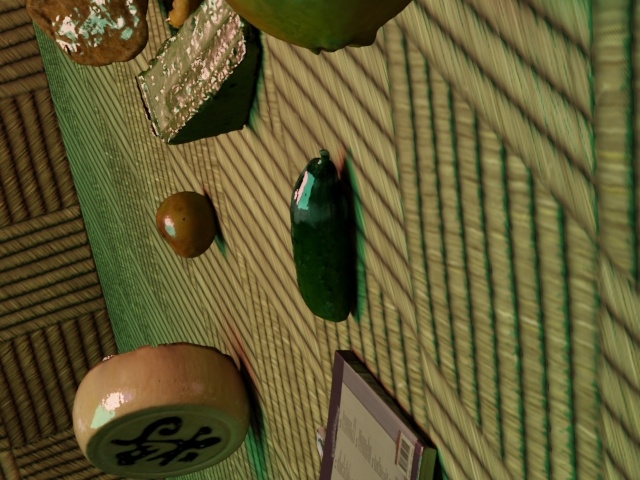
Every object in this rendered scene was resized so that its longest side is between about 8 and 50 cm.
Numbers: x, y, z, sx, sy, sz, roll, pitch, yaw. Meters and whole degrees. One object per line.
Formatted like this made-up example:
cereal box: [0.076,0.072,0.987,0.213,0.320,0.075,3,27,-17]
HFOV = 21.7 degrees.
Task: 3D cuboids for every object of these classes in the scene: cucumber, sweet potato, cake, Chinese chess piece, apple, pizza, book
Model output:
cucumber: [0.000,0.000,1.538,0.250,0.056,0.056,85,162,-49]
sweet potato: [-0.302,-0.392,2.075,0.158,0.157,0.370,101,159,-66]
cake: [-0.099,-0.191,1.743,0.235,0.099,0.100,-42,64,54]
Chinese chess piece: [-0.228,0.249,2.405,0.257,0.257,0.104,91,169,-56]
apple: [-0.178,-0.021,2.223,0.089,0.074,0.090,159,90,-78]
pizza: [-0.163,-0.312,1.822,0.178,0.041,0.131,110,141,-70]
book: [0.052,0.220,1.604,0.231,0.026,0.158,-135,50,-62]

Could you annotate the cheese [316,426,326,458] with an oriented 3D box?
cheese: [0.042,0.293,1.753,0.137,0.064,0.227,93,155,-50]

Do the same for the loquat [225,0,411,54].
loquat: [-0.003,-0.223,0.952,0.187,0.176,0.234,151,110,-77]
